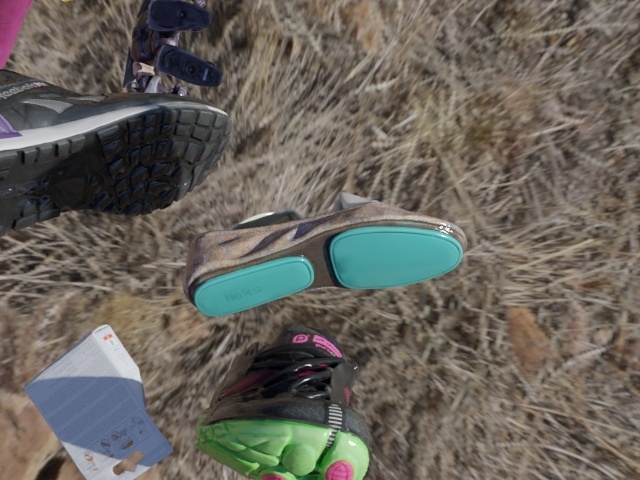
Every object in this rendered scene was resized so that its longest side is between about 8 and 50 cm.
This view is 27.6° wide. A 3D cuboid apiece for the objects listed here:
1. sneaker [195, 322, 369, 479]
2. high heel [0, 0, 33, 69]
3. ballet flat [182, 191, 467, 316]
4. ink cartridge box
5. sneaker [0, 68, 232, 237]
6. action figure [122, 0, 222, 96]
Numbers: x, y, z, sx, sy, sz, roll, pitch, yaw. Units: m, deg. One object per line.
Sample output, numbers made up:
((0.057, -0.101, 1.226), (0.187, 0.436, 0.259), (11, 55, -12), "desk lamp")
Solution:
((-0.046, 0.196, 1.599), (0.185, 0.483, 0.202), (27, 82, -13), "sneaker")
((-0.384, -0.335, 1.564), (0.127, 0.181, 0.377), (36, 116, -5), "high heel")
((0.000, 0.000, 1.441), (0.315, 0.108, 0.106), (-8, 44, -3), "ballet flat")
((-0.272, 0.216, 1.641), (0.145, 0.045, 0.179), (-37, 89, 27), "ink cartridge box")
((-0.194, -0.087, 0.949), (0.124, 0.283, 0.107), (49, 129, 27), "sneaker")
((-0.207, -0.269, 1.773), (0.099, 0.285, 0.185), (3, 99, -17), "action figure")
